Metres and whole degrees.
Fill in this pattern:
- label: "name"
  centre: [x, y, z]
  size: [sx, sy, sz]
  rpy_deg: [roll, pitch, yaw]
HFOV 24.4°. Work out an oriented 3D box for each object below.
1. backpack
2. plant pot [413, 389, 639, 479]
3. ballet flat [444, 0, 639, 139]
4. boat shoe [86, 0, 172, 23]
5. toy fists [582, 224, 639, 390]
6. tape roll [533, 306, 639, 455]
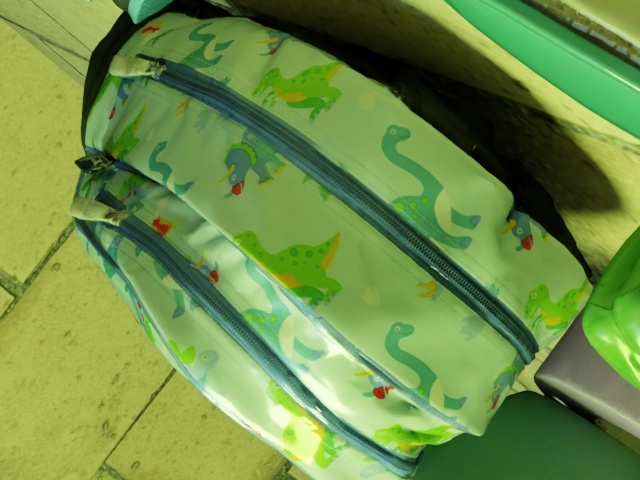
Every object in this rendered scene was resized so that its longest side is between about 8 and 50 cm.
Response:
- label: "backpack"
  centre: [0.000, 0.000, 0.860]
  size: [0.290, 0.273, 0.356]
  rpy_deg: [47, 159, -25]
- label: "plant pot"
  centre: [0.138, 0.241, 0.943]
  size: [0.293, 0.235, 0.293]
  rpy_deg: [37, 174, 4]
- label: "ballet flat"
  centre: [0.138, -0.033, 0.390]
  size: [0.248, 0.086, 0.086]
  rpy_deg: [41, 176, 17]
- label: "boat shoe"
  centre: [-0.052, -0.162, 0.516]
  size: [0.089, 0.109, 0.258]
  rpy_deg: [44, 159, 1]
- label: "toy fists"
  centre: [0.187, 0.030, 0.551]
  size: [0.142, 0.096, 0.279]
  rpy_deg: [27, 173, 0]
- label: "tape roll"
  centre: [0.267, 0.130, 0.903]
  size: [0.275, 0.090, 0.275]
  rpy_deg: [37, 174, 4]
